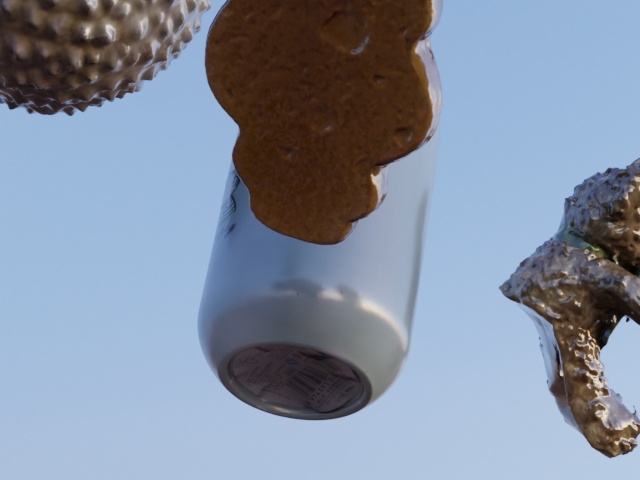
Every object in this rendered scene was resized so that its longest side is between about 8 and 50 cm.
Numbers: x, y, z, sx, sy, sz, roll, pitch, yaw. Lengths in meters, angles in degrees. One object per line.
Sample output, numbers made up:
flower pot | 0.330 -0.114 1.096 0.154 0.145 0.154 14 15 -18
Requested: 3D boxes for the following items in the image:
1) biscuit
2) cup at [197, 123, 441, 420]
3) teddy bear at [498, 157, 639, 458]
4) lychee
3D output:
biscuit | 0.002 -0.135 0.832 0.186 0.044 0.295 22 -58 18
cup | 0.000 0.000 1.131 0.205 0.312 0.205 7 -36 5
teddy bear | 0.345 0.078 1.406 0.222 0.296 0.246 -28 1 0
lychee | -0.304 -0.344 1.355 0.380 0.380 0.432 -3 -49 3
